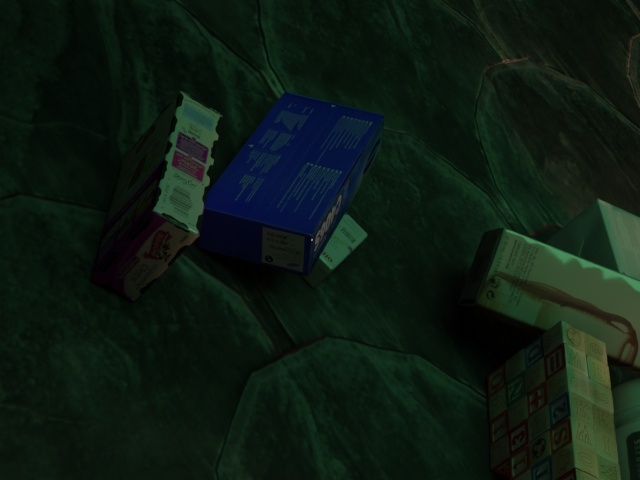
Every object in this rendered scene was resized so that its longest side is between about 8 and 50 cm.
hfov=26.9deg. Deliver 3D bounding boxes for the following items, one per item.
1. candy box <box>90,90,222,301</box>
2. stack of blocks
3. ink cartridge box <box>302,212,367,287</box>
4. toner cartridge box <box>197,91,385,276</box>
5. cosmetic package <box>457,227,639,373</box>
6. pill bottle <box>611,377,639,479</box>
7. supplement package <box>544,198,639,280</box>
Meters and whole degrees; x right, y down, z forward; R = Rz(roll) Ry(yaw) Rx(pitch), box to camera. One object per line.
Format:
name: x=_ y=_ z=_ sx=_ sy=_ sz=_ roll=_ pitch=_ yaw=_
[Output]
candy box: x=-0.207 y=-0.058 z=1.713 sx=0.071 sy=0.159 sz=0.233 roll=29 pitch=41 yaw=-22
stack of blocks: x=0.325 y=0.284 z=1.884 sx=0.087 sy=0.171 sz=0.297 roll=27 pitch=42 yaw=-22
ink cartridge box: x=0.000 y=0.000 z=1.941 sx=0.088 sy=0.052 sz=0.122 roll=46 pitch=37 yaw=1
toner cartridge box: x=-0.035 y=-0.090 z=1.914 sx=0.165 sy=0.075 sz=0.348 roll=16 pitch=37 yaw=12
cosmetic package: x=0.377 y=0.093 z=2.039 sx=0.296 sy=0.153 sz=0.129 roll=21 pitch=85 yaw=-3
pill bottle: x=0.499 y=0.385 z=1.926 sx=0.204 sy=0.204 sz=0.361 roll=28 pitch=41 yaw=-21
supplement package: x=0.515 y=0.073 z=2.274 sx=0.203 sy=0.149 sz=0.194 roll=21 pitch=44 yaw=-29
